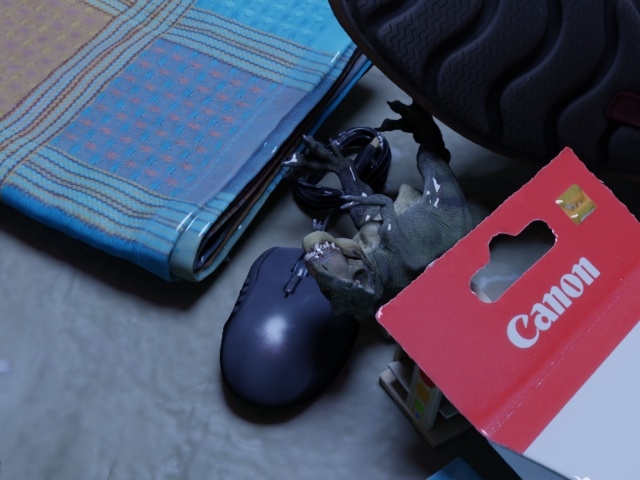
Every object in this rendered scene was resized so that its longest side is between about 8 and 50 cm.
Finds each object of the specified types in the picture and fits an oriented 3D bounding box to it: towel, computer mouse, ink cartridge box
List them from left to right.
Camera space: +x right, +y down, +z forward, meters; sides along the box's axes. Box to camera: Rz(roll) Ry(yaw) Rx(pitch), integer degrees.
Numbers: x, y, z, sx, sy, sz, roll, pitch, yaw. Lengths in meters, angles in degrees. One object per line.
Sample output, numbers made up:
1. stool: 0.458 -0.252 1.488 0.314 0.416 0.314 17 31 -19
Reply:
1. towel: -0.166 -0.141 0.662 0.370 0.040 0.271 25 58 16
2. computer mouse: 0.000 0.000 0.588 0.071 0.041 0.242 12 45 8
3. ink cartridge box: 0.165 0.064 0.480 0.181 0.056 0.224 -37 84 -34

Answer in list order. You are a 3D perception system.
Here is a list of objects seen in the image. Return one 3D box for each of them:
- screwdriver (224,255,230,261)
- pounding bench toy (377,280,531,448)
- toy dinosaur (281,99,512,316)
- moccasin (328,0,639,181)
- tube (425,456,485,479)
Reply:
1. screwdriver: -0.119 -0.035 0.625 0.170 0.024 0.025 40 25 27
2. pounding bench toy: 0.061 0.052 0.525 0.052 0.065 0.083 -21 51 -24
3. toy dinosaur: 0.055 -0.028 0.584 0.268 0.064 0.118 -20 62 -45
4. moccasin: 0.176 -0.123 0.616 0.380 0.139 0.147 8 29 -21
5. tube: 0.108 0.177 0.424 0.080 0.052 0.207 -22 44 -37
